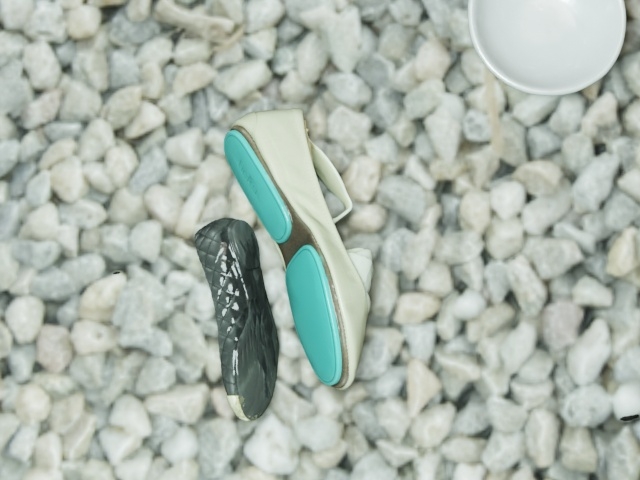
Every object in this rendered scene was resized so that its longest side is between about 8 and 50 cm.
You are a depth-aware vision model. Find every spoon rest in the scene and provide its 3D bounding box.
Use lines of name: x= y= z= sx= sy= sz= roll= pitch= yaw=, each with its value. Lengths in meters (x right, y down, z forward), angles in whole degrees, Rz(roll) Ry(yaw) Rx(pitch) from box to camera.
spoon rest: x=0.182 y=-0.258 z=1.634 sx=0.137 sy=0.084 sz=0.276 roll=-9 pitch=78 yaw=-4

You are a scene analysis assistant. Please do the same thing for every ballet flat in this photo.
ballet flat: x=0.000 y=0.000 z=1.576 sx=0.086 sy=0.086 sz=0.248 roll=-21 pitch=79 yaw=-7
ballet flat: x=-0.070 y=0.066 z=1.578 sx=0.049 sy=0.057 sz=0.173 roll=-17 pitch=74 yaw=36
